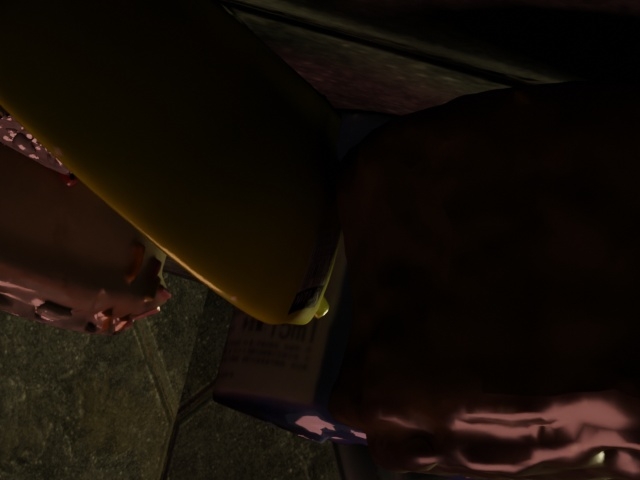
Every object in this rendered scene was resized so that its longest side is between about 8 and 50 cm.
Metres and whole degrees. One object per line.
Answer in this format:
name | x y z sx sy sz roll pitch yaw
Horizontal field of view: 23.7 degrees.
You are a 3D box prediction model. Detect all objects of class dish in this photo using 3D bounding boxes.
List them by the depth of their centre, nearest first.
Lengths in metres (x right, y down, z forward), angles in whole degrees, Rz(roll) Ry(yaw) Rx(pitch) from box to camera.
dish | -0.060 -0.061 0.804 0.221 0.108 0.262 43 -177 18

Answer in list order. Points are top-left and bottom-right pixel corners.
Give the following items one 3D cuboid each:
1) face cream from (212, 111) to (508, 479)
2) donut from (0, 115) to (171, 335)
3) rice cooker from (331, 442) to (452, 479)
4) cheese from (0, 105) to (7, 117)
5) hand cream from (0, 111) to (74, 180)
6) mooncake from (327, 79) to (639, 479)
face cream | 0.063 0.051 1.117 0.249 0.225 0.249 16 172 2
donut | -0.295 -0.043 1.331 0.382 0.142 0.382 23 -176 -2
rice cooker | 0.159 0.193 1.324 0.316 0.317 0.264 12 156 19
cheese | -0.217 -0.112 1.151 0.127 0.050 0.255 9 173 40
hand cream | -0.148 -0.088 1.066 0.084 0.050 0.257 25 160 -32
mooncake | 0.166 0.039 0.785 0.323 0.187 0.324 3 170 0
